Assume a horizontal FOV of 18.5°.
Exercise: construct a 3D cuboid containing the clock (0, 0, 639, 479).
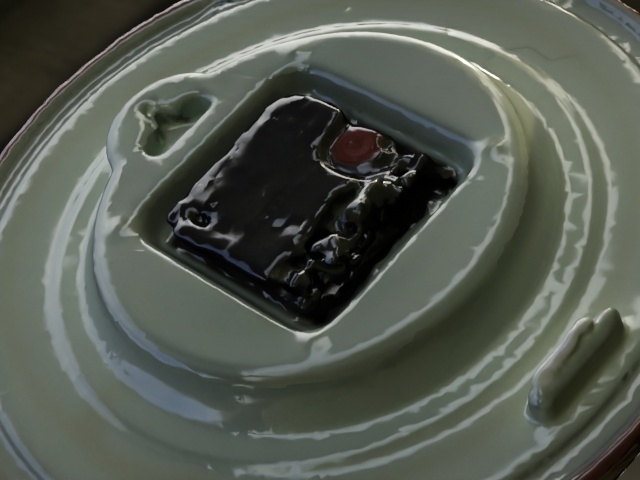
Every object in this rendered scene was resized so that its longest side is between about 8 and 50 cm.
[{"bbox_3d":[0.000,0.000,0.761,0.318,0.318,0.080,-61,-31,-27],"label":"clock"}]
